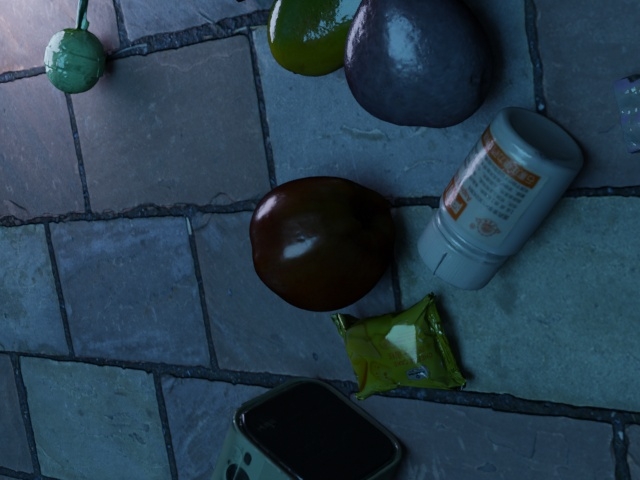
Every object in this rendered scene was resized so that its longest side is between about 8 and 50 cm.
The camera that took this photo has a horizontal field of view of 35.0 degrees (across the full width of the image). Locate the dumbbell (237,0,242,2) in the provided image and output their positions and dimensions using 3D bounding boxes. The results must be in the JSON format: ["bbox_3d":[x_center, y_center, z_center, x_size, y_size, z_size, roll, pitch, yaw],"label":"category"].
[{"bbox_3d":[-0.151,-0.449,1.740,0.083,0.040,0.036,55,160,14],"label":"dumbbell"}]

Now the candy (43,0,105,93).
[{"bbox_3d":[-0.449,-0.499,1.953,0.119,0.119,0.439,22,107,34],"label":"candy"}]

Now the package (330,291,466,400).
[{"bbox_3d":[0.121,0.181,1.655,0.226,0.090,0.168,-16,94,39],"label":"package"}]

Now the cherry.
[{"bbox_3d":[0.139,-0.259,1.448,0.213,0.183,0.266,7,137,25],"label":"cherry"}]

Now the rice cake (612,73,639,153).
[{"bbox_3d":[0.505,-0.195,1.253,0.298,0.050,0.106,-16,91,42],"label":"rice cake"}]

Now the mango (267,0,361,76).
[{"bbox_3d":[0.021,-0.350,1.580,0.251,0.114,0.156,-22,81,33],"label":"mango"}]

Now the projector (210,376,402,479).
[{"bbox_3d":[-0.038,0.421,1.752,0.249,0.248,0.249,36,123,26],"label":"projector"}]

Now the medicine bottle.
[{"bbox_3d":[0.251,-0.055,1.447,0.144,0.144,0.252,44,127,22],"label":"medicine bottle"}]

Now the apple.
[{"bbox_3d":[-0.001,-0.001,1.626,0.234,0.234,0.234,12,110,37],"label":"apple"}]
